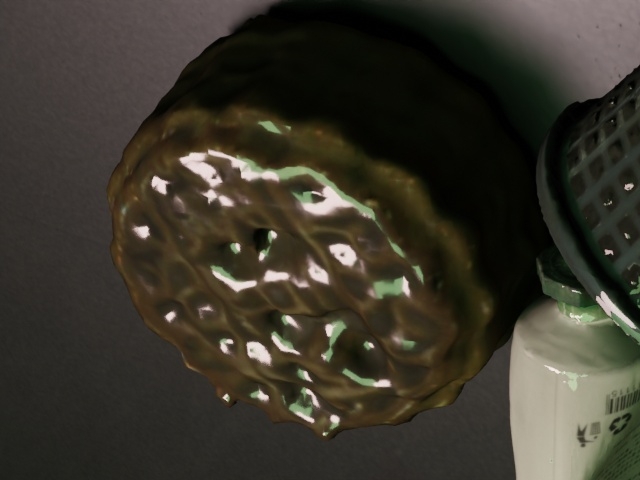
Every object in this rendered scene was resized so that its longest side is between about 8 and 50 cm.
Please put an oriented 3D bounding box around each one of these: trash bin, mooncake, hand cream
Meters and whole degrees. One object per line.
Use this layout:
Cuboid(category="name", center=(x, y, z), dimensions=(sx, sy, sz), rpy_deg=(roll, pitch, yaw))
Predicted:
Cuboid(category="trash bin", center=(0.204, -0.040, 0.746), dimensions=(0.175, 0.175, 0.161), rpy_deg=(40, 129, 2))
Cuboid(category="mooncake", center=(0.000, 0.000, 0.960), dimensions=(0.228, 0.124, 0.228), rpy_deg=(20, 135, 22))
Cuboid(category="hand cream", center=(0.148, 0.145, 0.980), dimensions=(0.076, 0.121, 0.336), rpy_deg=(30, 140, 42))
